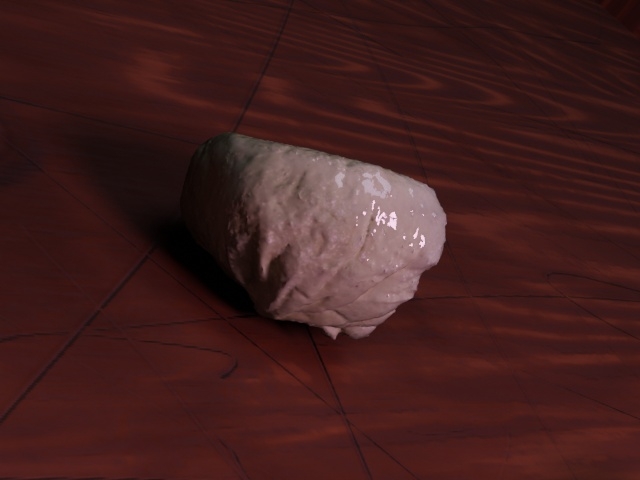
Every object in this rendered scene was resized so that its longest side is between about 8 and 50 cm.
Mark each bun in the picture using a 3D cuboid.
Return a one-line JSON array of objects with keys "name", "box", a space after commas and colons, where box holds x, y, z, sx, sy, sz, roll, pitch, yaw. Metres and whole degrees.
[{"name": "bun", "box": [0.000, 0.000, 1.200, 0.204, 0.126, 0.212, 18, 3, 30]}]
